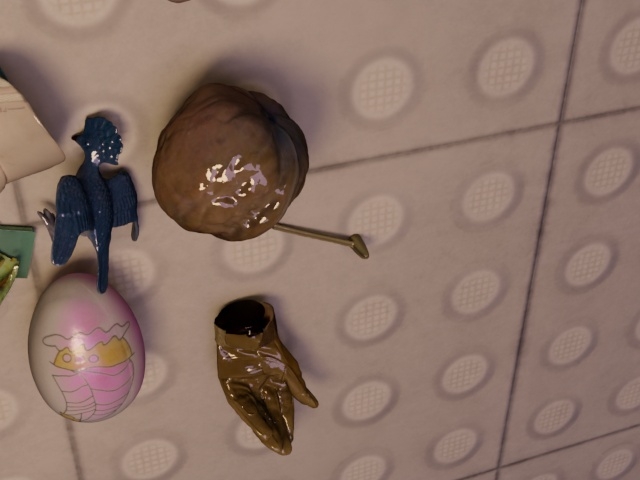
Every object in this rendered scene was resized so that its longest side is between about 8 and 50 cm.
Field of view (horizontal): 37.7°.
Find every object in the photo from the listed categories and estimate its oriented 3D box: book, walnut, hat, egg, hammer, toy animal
[{"bbox_3d":[-0.532,0.015,1.503,0.135,0.017,0.103,3,125,-26],"label":"book"},{"bbox_3d":[-0.141,-0.116,1.450,0.248,0.248,0.248,-12,128,-16],"label":"walnut"},{"bbox_3d":[-0.489,-0.113,1.326,0.226,0.164,0.219,2,139,31],"label":"hat"},{"bbox_3d":[-0.391,0.182,1.574,0.196,0.196,0.271,-7,133,-21],"label":"egg"},{"bbox_3d":[0.000,0.000,1.718,0.195,0.060,0.028,12,119,-26],"label":"hammer"},{"bbox_3d":[-0.353,-0.050,1.450,0.176,0.239,0.255,-23,91,27],"label":"toy animal"}]

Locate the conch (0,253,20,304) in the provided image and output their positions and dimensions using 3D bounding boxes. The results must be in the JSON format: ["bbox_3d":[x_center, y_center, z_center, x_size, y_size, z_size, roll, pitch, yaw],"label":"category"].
[{"bbox_3d":[-0.588,0.126,1.467,0.143,0.137,0.250,25,119,-38],"label":"conch"}]

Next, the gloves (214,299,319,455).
[{"bbox_3d":[-0.112,0.264,1.804,0.154,0.141,0.331,-35,126,-32],"label":"gloves"}]

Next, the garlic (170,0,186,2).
[{"bbox_3d":[-0.219,-0.396,1.289,0.087,0.101,0.195,-42,130,11],"label":"garlic"}]

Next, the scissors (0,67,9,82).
[{"bbox_3d":[-0.512,-0.335,1.244,0.180,0.032,0.393,-28,130,-4],"label":"scissors"}]
